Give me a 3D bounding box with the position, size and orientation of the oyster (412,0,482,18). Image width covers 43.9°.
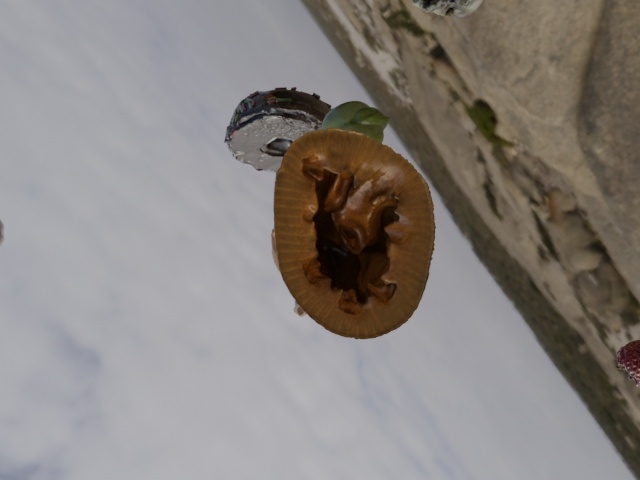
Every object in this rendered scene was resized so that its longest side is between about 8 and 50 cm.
[{"bbox_3d":[0.244,-0.385,1.048,0.083,0.214,0.223,54,-132,-6],"label":"oyster"}]

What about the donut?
[{"bbox_3d":[-0.085,-0.248,1.806,0.269,0.269,0.103,40,-136,-52],"label":"donut"}]

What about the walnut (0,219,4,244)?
[{"bbox_3d":[-0.374,0.013,0.606,0.257,0.257,0.225,-37,-60,-80],"label":"walnut"}]

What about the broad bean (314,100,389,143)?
[{"bbox_3d":[0.039,-0.168,1.278,0.174,0.124,0.082,-25,79,65],"label":"broad bean"}]

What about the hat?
[{"bbox_3d":[0.000,0.000,1.044,0.244,0.233,0.233,41,161,-11],"label":"hat"}]

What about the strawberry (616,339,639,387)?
[{"bbox_3d":[0.461,0.167,1.111,0.073,0.083,0.073,44,-160,-20],"label":"strawberry"}]
